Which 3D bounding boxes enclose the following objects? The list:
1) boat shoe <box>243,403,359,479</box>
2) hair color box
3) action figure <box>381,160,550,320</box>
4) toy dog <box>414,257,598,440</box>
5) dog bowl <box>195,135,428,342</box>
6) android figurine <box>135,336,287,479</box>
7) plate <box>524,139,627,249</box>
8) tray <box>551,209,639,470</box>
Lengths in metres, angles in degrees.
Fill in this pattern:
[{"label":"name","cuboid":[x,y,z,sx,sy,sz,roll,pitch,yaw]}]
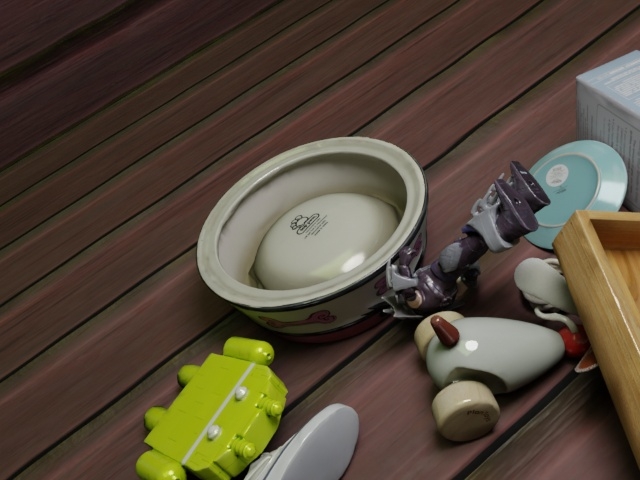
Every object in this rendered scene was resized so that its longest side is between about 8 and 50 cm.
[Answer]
[{"label":"boat shoe","cuboid":[-0.055,0.315,0.723,0.088,0.096,0.268,10,55,50]},{"label":"hair color box","cuboid":[0.525,-0.107,0.805,0.113,0.185,0.375,-23,40,1]},{"label":"action figure","cuboid":[0.189,0.025,0.787,0.185,0.285,0.099,-16,62,-45]},{"label":"toy dog","cuboid":[0.263,0.111,0.723,0.333,0.161,0.220,-33,41,-10]},{"label":"dog bowl","cuboid":[0.000,0.000,0.983,0.407,0.150,0.408,-14,42,13]},{"label":"android figurine","cuboid":[-0.155,0.248,0.814,0.272,0.056,0.248,-2,43,51]},{"label":"plate","cuboid":[0.385,-0.077,0.893,0.188,0.024,0.188,-34,44,41]},{"label":"tray","cuboid":[0.404,0.151,0.573,0.202,0.076,0.411,2,53,-8]}]
